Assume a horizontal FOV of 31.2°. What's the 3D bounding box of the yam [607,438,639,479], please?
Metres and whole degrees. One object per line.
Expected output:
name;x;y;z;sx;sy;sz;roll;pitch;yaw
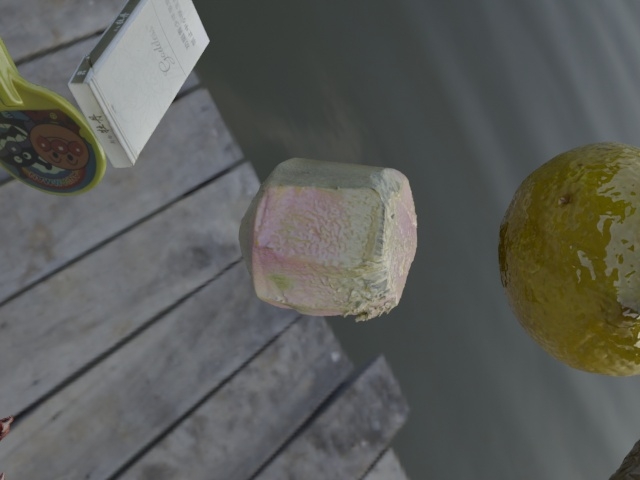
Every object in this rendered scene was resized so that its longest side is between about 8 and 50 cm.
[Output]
yam;0.229;0.159;0.770;0.356;0.081;0.081;-29;97;-42

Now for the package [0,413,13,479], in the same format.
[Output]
package;-0.465;0.329;1.289;0.108;0.223;0.288;34;42;18

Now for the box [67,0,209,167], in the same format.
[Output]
box;-0.177;-0.179;1.145;0.198;0.029;0.109;-65;147;-36

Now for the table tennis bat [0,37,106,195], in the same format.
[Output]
table tennis bat;-0.474;-0.209;1.829;0.054;0.224;0.369;-66;147;-41

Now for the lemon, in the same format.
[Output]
lemon;0.293;0.023;1.156;0.228;0.228;0.253;46;21;-29

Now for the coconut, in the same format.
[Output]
coconut;0.000;0.000;1.645;0.233;0.245;0.233;2;90;-70
